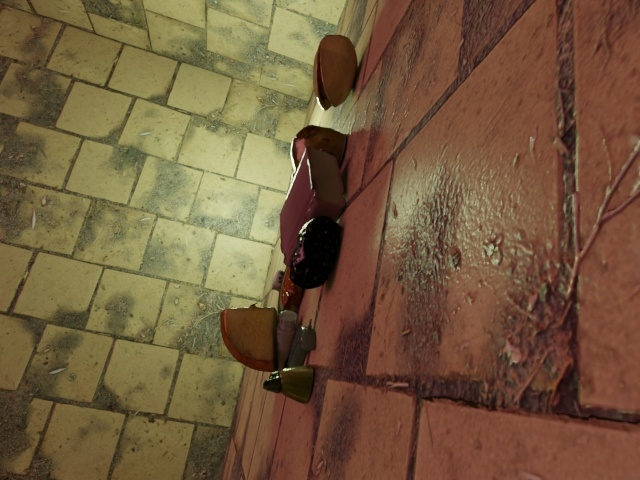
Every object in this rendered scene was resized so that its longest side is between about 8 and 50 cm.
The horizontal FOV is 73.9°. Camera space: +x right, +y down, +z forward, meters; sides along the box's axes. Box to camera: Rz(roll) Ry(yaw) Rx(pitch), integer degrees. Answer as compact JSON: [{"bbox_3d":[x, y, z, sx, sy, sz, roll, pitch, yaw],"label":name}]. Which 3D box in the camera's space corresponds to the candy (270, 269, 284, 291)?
[{"bbox_3d":[-0.209,0.217,2.219,0.160,0.073,0.092,132,155,-70],"label":"candy"}]

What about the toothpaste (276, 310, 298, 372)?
[{"bbox_3d":[-0.138,0.404,1.608,0.114,0.073,0.299,-99,17,-63],"label":"toothpaste"}]

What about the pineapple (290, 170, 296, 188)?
[{"bbox_3d":[-0.071,-0.269,2.039,0.310,0.141,0.170,131,148,-84],"label":"pineapple"}]

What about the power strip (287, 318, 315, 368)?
[{"bbox_3d":[-0.057,0.331,1.312,0.137,0.044,0.215,-89,17,-56],"label":"power strip"}]

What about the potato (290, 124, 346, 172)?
[{"bbox_3d":[-0.030,-0.322,1.695,0.299,0.196,0.246,114,168,-49],"label":"potato"}]

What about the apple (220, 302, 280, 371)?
[{"bbox_3d":[-0.252,0.380,1.713,0.252,0.314,0.309,-44,-14,-20],"label":"apple"}]

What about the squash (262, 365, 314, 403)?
[{"bbox_3d":[-0.094,0.389,1.175,0.105,0.132,0.105,-166,90,-78],"label":"squash"}]

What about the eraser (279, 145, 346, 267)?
[{"bbox_3d":[-0.040,-0.108,1.509,0.359,0.123,0.272,119,152,-45],"label":"eraser"}]

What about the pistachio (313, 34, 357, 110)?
[{"bbox_3d":[0.055,-0.699,1.773,0.194,0.214,0.317,-4,72,39],"label":"pistachio"}]

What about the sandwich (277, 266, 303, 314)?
[{"bbox_3d":[-0.105,0.183,1.725,0.159,0.079,0.235,-55,24,36],"label":"sandwich"}]

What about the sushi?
[{"bbox_3d":[-0.015,0.037,1.281,0.127,0.124,0.224,139,151,-72],"label":"sushi"}]
